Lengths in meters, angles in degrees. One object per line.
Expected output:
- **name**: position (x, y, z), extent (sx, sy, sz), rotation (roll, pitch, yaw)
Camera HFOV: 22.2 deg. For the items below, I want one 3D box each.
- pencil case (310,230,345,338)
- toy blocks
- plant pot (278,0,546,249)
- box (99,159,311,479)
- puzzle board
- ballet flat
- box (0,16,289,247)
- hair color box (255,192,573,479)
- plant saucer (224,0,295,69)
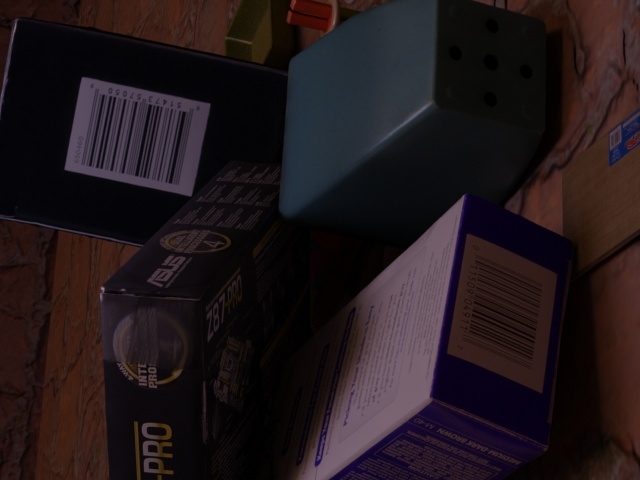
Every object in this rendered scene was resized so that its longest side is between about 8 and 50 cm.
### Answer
- **pencil case**: position (0.000, 0.000, 1.714), extent (0.104, 0.104, 0.236), rotation (-149, 68, -71)
- **toy blocks**: position (0.004, -0.264, 1.760), extent (0.123, 0.148, 0.054), rotation (127, 149, -54)
- **plant pot**: position (0.088, -0.111, 1.408), extent (0.234, 0.165, 0.166), rotation (144, 133, -60)
- **box**: position (-0.088, 0.130, 1.465), extent (0.395, 0.097, 0.318), rotation (-57, -30, -68)
- **puzzle board**: position (0.215, -0.033, 1.215), extent (0.128, 0.011, 0.096), rotation (135, 143, -60)
- **ballet flat**: position (0.045, 0.037, 1.610), extent (0.067, 0.073, 0.206), rotation (54, 136, 47)
- **box**: position (-0.178, -0.115, 1.827), extent (0.395, 0.293, 0.212), rotation (-64, -15, -83)
- **hair color box**: position (0.063, 0.129, 1.308), extent (0.339, 0.110, 0.185), rotation (-43, 27, 52)
- **plant saucer**: position (-0.078, -0.261, 2.176), extent (0.188, 0.045, 0.188), rotation (122, 152, -48)
